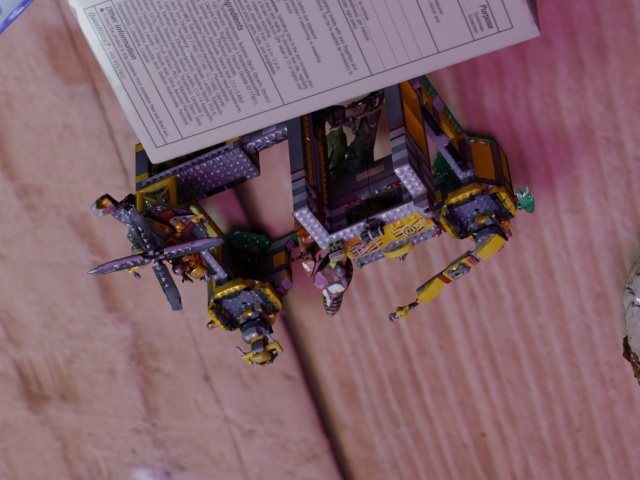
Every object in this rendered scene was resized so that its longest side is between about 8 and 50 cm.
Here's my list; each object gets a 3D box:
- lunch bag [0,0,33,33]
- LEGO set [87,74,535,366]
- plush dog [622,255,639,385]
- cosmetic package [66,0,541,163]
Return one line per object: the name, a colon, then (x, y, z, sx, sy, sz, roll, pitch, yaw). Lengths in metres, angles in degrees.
lunch bag: (-0.276, -0.225, 1.494, 0.129, 0.096, 0.151, 39, 107, -18)
LEGO set: (0.000, 0.000, 1.524, 0.331, 0.192, 0.255, -16, 135, 12)
plush dog: (0.354, 0.081, 1.595, 0.225, 0.210, 0.262, 28, 122, 14)
cosmetic package: (-0.011, -0.188, 1.412, 0.309, 0.113, 0.160, -17, 121, 13)
